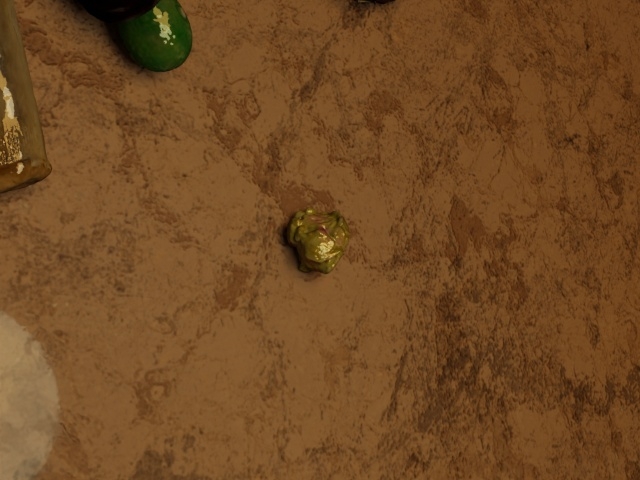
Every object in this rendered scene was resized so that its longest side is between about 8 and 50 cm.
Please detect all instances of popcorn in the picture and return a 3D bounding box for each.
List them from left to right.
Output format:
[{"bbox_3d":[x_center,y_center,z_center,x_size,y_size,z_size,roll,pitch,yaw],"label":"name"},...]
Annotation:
[{"bbox_3d":[0.000,0.000,1.721,0.097,0.109,0.089,-23,127,-8],"label":"popcorn"}]

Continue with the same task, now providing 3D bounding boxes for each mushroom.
[{"bbox_3d":[-0.430,-0.231,1.451,0.123,0.095,0.351,8,71,-58],"label":"mushroom"}]

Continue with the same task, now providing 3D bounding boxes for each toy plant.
[{"bbox_3d":[-0.268,-0.377,1.585,0.235,0.175,0.218,39,44,-55],"label":"toy plant"}]

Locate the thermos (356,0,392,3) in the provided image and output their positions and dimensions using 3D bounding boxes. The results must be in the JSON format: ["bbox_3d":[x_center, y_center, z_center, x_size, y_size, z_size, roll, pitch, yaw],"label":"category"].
[{"bbox_3d":[0.078,-0.484,1.939,0.232,0.099,0.124,14,30,-37],"label":"thermos"}]
